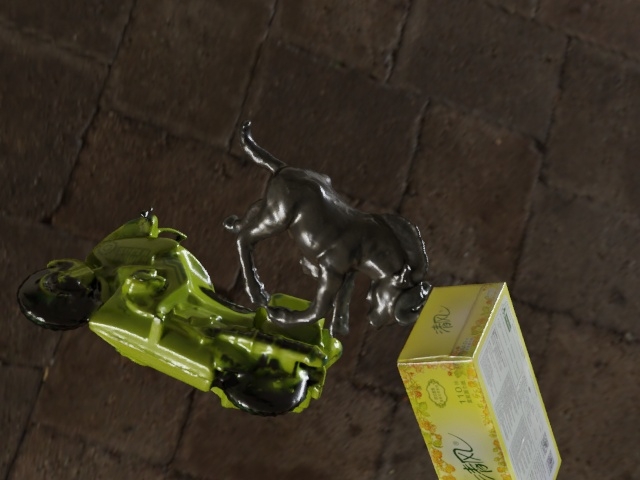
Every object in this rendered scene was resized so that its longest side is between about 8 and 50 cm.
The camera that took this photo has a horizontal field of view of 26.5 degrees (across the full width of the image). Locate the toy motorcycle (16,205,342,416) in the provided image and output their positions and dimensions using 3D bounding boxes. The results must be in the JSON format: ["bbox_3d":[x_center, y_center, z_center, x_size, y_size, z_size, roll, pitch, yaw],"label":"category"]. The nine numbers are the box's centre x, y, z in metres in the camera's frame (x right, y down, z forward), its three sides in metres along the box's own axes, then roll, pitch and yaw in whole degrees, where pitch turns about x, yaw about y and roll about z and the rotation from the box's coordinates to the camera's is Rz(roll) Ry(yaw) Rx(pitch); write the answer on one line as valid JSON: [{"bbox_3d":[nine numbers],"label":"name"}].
[{"bbox_3d":[-0.145,0.082,1.487,0.342,0.142,0.206,22,45,11],"label":"toy motorcycle"}]

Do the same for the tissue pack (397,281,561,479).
[{"bbox_3d":[0.119,0.128,0.998,0.095,0.062,0.176,-58,134,-49],"label":"tissue pack"}]

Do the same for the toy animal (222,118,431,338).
[{"bbox_3d":[0.000,0.000,1.190,0.232,0.148,0.084,45,25,8],"label":"toy animal"}]
